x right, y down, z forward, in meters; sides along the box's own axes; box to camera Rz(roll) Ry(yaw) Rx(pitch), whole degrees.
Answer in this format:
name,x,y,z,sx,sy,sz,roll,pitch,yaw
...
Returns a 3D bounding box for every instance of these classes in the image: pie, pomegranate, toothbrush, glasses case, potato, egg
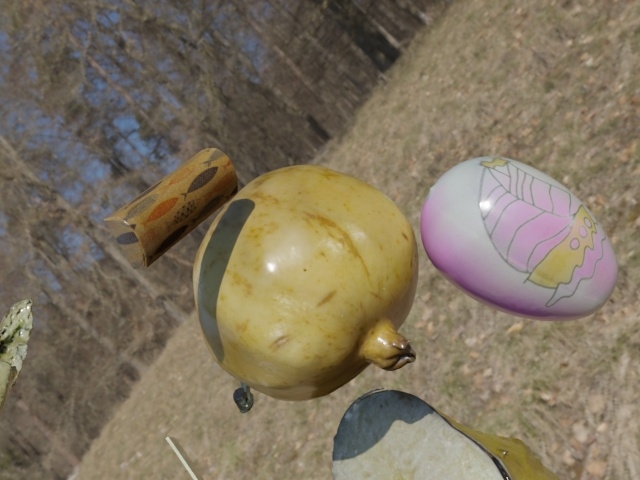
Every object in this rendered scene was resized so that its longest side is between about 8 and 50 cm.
name,x,y,z,sx,sy,sz,roll,pitch,yaw
pie,-0.555,0.250,1.181,0.337,0.075,0.338,-44,23,25
pomegranate,-0.012,0.073,1.021,0.342,0.342,0.342,-44,-5,-5
toothbrush,-0.142,0.214,1.321,0.030,0.031,0.297,-34,21,6
glasses case,-0.158,-0.040,0.825,0.041,0.065,0.170,-9,25,39
potato,0.240,0.430,1.184,0.296,0.397,0.290,18,-85,-47
egg,0.262,0.004,0.972,0.196,0.271,0.196,-52,-13,-17

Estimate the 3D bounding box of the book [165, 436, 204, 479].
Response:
name,x,y,z,sx,sy,sz,roll,pitch,yaw
book,-0.280,0.502,1.605,0.012,0.172,0.118,-35,-10,-13
